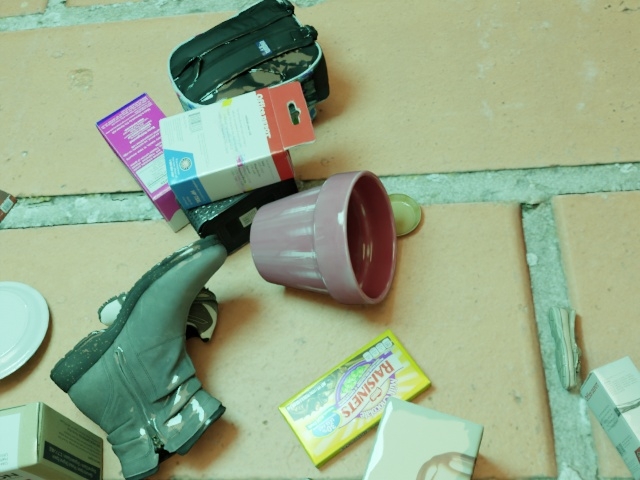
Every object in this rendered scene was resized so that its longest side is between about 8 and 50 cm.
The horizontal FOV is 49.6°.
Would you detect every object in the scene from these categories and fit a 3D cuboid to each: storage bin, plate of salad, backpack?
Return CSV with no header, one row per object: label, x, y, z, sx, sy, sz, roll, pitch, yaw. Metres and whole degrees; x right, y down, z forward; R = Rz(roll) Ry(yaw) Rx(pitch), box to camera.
storage bin,-0.133,-0.066,1.155,0.180,0.122,0.084,-35,61,-9
plate of salad,-0.548,0.156,1.152,0.199,0.048,0.200,-2,52,3
backpack,-0.135,-0.288,1.238,0.253,0.191,0.225,-26,57,-13

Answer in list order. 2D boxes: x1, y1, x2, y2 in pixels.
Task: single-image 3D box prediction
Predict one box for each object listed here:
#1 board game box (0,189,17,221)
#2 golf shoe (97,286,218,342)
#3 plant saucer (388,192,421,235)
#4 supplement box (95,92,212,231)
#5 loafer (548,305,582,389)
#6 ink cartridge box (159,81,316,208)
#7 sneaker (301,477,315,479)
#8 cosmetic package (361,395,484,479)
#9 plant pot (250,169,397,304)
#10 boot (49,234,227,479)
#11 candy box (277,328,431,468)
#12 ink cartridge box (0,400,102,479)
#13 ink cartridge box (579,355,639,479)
board game box,-0.729,-0.071,1.321,0.281,0.027,0.145,21,66,20
golf shoe,-0.261,0.129,1.098,0.198,0.077,0.094,-7,61,7
plant saucer,0.126,-0.041,1.156,0.083,0.015,0.083,-5,60,8
supplement box,-0.286,-0.140,1.230,0.114,0.111,0.220,-35,62,-10
loafer,0.358,0.151,0.994,0.039,0.045,0.125,-1,58,2
ink cartridge box,-0.124,-0.151,1.083,0.231,0.078,0.134,-16,60,2
sneaker,-0.095,0.417,0.901,0.121,0.099,0.262,24,67,26
cosmetic package,0.102,0.367,0.859,0.129,0.153,0.296,14,66,15
plant pot,0.000,0.000,1.066,0.180,0.201,0.201,-4,60,26
boot,-0.207,0.172,1.009,0.338,0.118,0.223,-45,80,9
candy box,0.050,0.229,1.015,0.205,0.027,0.105,-34,64,-9
ink cartridge box,-0.453,0.312,0.964,0.234,0.193,0.088,-12,60,4
ink cartridge box,0.408,0.232,0.906,0.056,0.099,0.135,-24,61,-3
